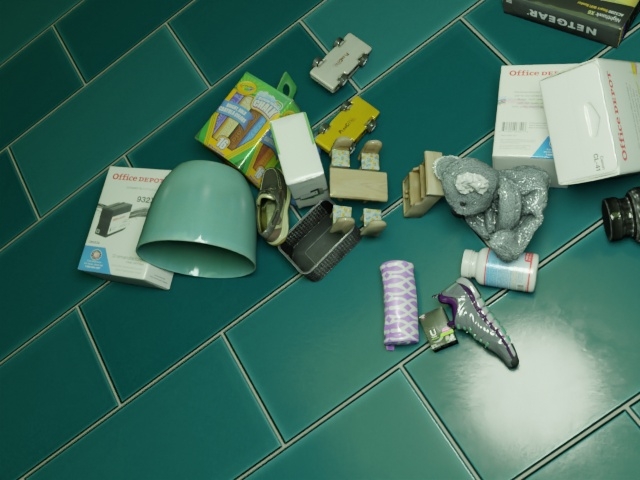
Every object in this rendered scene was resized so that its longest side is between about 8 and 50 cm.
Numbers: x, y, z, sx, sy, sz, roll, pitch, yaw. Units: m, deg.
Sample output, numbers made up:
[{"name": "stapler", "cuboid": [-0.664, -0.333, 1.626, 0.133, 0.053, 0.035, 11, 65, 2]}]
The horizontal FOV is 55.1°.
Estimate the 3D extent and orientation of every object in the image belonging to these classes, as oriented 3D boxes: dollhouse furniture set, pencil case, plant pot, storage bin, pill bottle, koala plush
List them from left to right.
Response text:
[{"name": "plant pot", "cuboid": [-0.294, -0.059, 1.542, 0.293, 0.293, 0.235, -2, 69, 18]}, {"name": "storage bin", "cuboid": [0.000, 0.000, 1.533, 0.180, 0.084, 0.122, -44, 64, -1]}, {"name": "dollhouse furniture set", "cuboid": [0.144, -0.134, 1.432, 0.242, 0.161, 0.212, 4, 71, -11]}, {"name": "pencil case", "cuboid": [0.179, 0.145, 1.425, 0.088, 0.086, 0.206, -25, 58, 47]}, {"name": "koala plush", "cuboid": [0.349, -0.105, 1.307, 0.221, 0.196, 0.203, 26, 107, -16]}, {"name": "pill bottle", "cuboid": [0.401, 0.062, 1.374, 0.160, 0.087, 0.087, 8, 75, 20]}, {"name": "pill bottle", "cuboid": [0.718, -0.060, 1.290, 0.219, 0.123, 0.122, -9, 70, 16]}]

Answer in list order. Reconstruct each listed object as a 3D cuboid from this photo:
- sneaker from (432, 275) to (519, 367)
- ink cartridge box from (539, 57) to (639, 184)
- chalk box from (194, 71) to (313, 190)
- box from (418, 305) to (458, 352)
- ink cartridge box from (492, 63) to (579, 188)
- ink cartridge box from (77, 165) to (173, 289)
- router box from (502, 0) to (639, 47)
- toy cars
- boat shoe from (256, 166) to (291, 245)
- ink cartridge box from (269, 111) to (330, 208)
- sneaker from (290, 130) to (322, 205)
[{"name": "sneaker", "cuboid": [0.339, 0.192, 1.345, 0.098, 0.083, 0.223, -31, 71, 2]}, {"name": "ink cartridge box", "cuboid": [0.601, -0.241, 1.258, 0.131, 0.306, 0.226, -13, 87, 52]}, {"name": "chalk box", "cuboid": [-0.151, -0.309, 1.636, 0.179, 0.180, 0.289, 37, 88, 25]}, {"name": "box", "cuboid": [0.267, 0.202, 1.391, 0.062, 0.052, 0.083, -23, 65, 9]}, {"name": "ink cartridge box", "cuboid": [0.494, -0.260, 1.407, 0.171, 0.168, 0.232, 6, 74, 20]}, {"name": "ink cartridge box", "cuboid": [-0.499, -0.038, 1.687, 0.223, 0.129, 0.307, 6, 75, 22]}, {"name": "router box", "cuboid": [0.653, -0.645, 1.532, 0.309, 0.081, 0.242, 29, 83, 25]}, {"name": "toy cars", "cuboid": [0.058, -0.376, 1.638, 0.177, 0.087, 0.393, 0, 67, -9]}, {"name": "boat shoe", "cuboid": [-0.124, -0.097, 1.538, 0.080, 0.073, 0.223, -17, 60, 25]}, {"name": "ink cartridge box", "cuboid": [-0.046, -0.185, 1.473, 0.093, 0.219, 0.160, -17, 78, 2]}, {"name": "sneaker", "cuboid": [-0.025, -0.185, 1.616, 0.082, 0.069, 0.209, 24, 83, 17]}]
